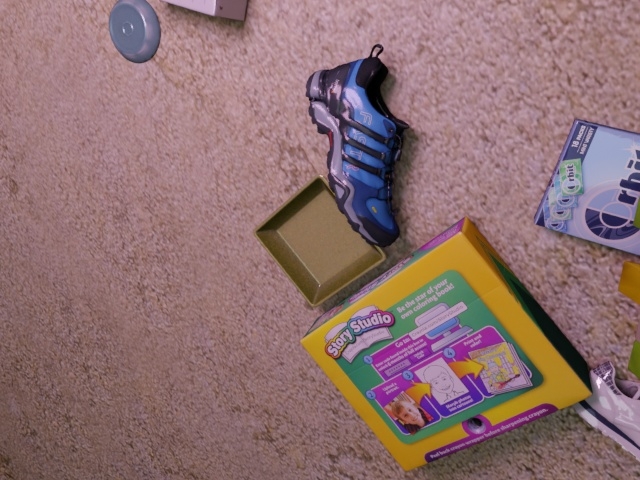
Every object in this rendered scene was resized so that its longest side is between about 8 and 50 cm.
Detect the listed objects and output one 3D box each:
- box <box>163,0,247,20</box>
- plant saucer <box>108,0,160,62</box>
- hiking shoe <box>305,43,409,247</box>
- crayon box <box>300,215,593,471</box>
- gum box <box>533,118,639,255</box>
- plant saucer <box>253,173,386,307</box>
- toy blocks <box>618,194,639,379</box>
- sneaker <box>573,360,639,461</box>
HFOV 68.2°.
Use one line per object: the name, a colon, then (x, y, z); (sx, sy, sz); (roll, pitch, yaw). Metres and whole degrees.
box: (-0.206, -0.446, 0.764); (0.171, 0.091, 0.130); (23, 115, 15)
plant saucer: (-0.355, -0.396, 0.886); (0.120, 0.021, 0.119); (8, 111, 21)
hiking shoe: (0.080, -0.134, 0.741); (0.132, 0.113, 0.303); (-15, 102, 28)
crayon box: (0.196, 0.190, 0.814); (0.363, 0.106, 0.313); (-39, 89, 29)
gum box: (0.422, -0.069, 0.659); (0.185, 0.041, 0.156); (20, 115, 16)
plant saucer: (0.000, 0.000, 0.863); (0.188, 0.045, 0.188); (-38, 92, 29)
toy blocks: (0.552, 0.009, 0.550); (0.261, 0.190, 0.381); (-2, 110, -4)
sneaker: (0.513, 0.287, 0.729); (0.235, 0.090, 0.094); (34, 109, 7)
